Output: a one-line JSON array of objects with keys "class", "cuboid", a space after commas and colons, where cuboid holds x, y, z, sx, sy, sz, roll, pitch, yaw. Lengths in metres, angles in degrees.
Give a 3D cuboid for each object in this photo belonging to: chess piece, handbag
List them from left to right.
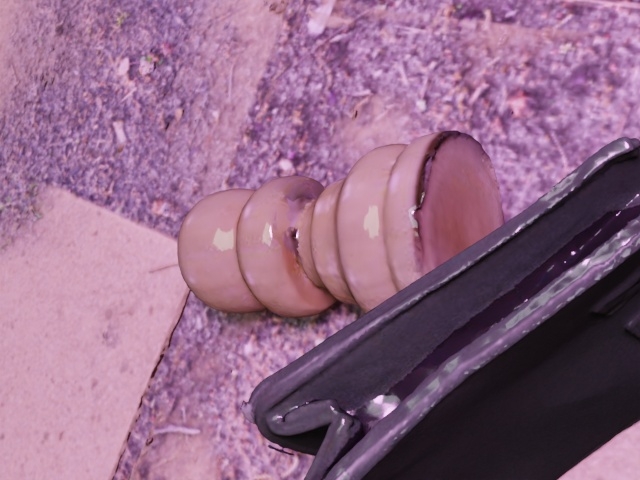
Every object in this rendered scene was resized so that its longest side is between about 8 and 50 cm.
[{"class": "chess piece", "cuboid": [0.000, 0.000, 0.634, 0.260, 0.142, 0.143, -3, 76, 37]}, {"class": "handbag", "cuboid": [0.121, 0.071, 0.468, 0.260, 0.247, 0.079, -42, 55, 17]}]
